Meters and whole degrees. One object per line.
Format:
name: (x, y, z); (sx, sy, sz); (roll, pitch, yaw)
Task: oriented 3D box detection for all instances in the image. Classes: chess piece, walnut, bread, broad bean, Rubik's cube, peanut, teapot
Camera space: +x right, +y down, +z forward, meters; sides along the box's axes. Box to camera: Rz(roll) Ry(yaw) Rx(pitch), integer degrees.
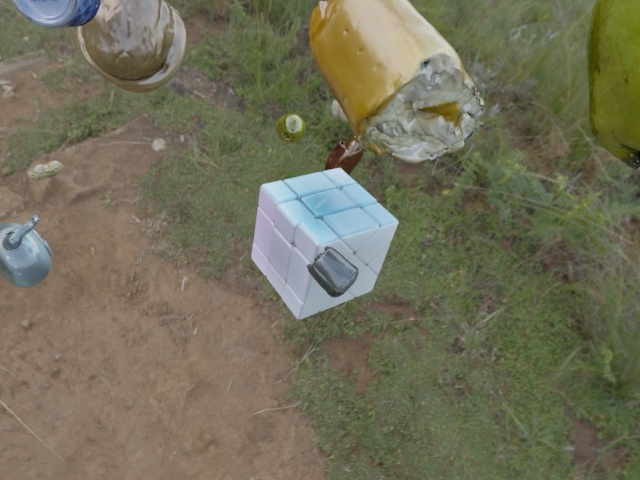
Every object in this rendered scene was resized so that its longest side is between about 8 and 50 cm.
chess piece: (0.182, -0.505, 1.906); (0.260, 0.143, 0.143); (27, 57, 13)
walnut: (-0.500, -0.541, 1.296); (0.284, 0.296, 0.286); (0, 89, -9)
bread: (0.142, -0.362, 1.057); (0.361, 0.250, 0.395); (16, 39, -59)
broad bean: (0.101, -0.350, 2.030); (0.122, 0.229, 0.156); (37, 29, 7)
Rubik's cube: (0.000, 0.000, 1.531); (0.321, 0.319, 0.316); (-16, 48, -32)
peanut: (-0.872, -0.223, 1.530); (0.112, 0.054, 0.054); (-18, 70, -7)
teapot: (-0.841, 0.037, 1.355); (0.193, 0.294, 0.129); (45, 53, 4)

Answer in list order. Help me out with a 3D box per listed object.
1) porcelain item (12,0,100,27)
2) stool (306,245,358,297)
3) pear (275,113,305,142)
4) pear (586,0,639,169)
porcelain item: (-0.535, -0.511, 0.979); (0.147, 0.147, 0.114); (24, 24, -7)
stool: (0.030, 0.074, 1.157); (0.110, 0.096, 0.096); (44, 58, 1)
pear: (-0.109, -0.402, 1.731); (0.107, 0.107, 0.131); (30, 36, -2)
pear: (0.329, -0.178, 0.384); (0.212, 0.270, 0.212); (16, 21, -6)
